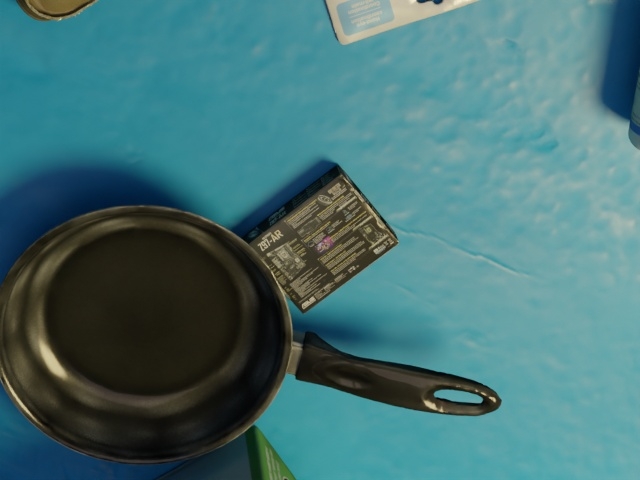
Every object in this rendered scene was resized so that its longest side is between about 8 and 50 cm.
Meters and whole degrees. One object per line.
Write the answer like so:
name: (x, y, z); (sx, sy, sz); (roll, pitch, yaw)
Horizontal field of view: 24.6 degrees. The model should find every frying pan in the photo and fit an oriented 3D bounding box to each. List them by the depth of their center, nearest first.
frying pan: (-0.054, 0.049, 0.972); (0.326, 0.053, 0.197); (-10, 117, 0)

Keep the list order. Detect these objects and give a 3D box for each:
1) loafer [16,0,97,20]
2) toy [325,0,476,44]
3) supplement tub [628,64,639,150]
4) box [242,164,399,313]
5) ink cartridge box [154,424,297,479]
loafer: (-0.125, -0.184, 0.868); (0.148, 0.050, 0.056); (-42, 113, 11)
toy: (0.045, -0.237, 0.866); (0.137, 0.056, 0.237); (-18, 115, 2)
supplement tub: (0.240, -0.109, 0.942); (0.071, 0.071, 0.107); (1, 114, -8)
box: (0.000, 0.000, 0.985); (0.083, 0.018, 0.067); (-38, 113, 9)
ink cartridge box: (-0.012, 0.300, 1.016); (0.117, 0.201, 0.278); (-31, 114, 6)
